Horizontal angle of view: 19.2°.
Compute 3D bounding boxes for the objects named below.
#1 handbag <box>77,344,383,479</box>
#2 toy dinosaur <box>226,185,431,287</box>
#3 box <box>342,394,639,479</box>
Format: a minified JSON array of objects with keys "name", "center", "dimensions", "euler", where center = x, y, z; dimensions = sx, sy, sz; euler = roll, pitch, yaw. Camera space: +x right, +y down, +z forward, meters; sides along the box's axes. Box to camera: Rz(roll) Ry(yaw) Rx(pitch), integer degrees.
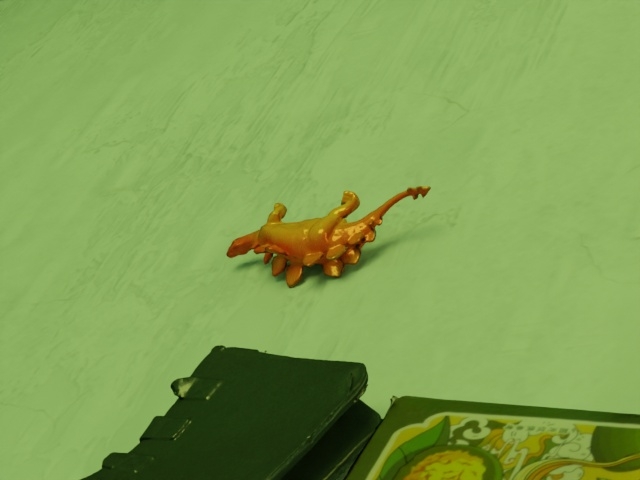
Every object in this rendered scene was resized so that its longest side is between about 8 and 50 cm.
[{"name":"handbag","center":[-0.094,0.209,1.866],"dimensions":[0.260,0.079,0.247],"euler":[4,35,46]},{"name":"toy dinosaur","center":[0.000,0.000,2.218],"dimensions":[0.288,0.070,0.117],"euler":[-11,38,33]},{"name":"box","center":[0.176,0.280,1.356],"dimensions":[0.420,0.138,0.373],"euler":[2,33,28]}]
